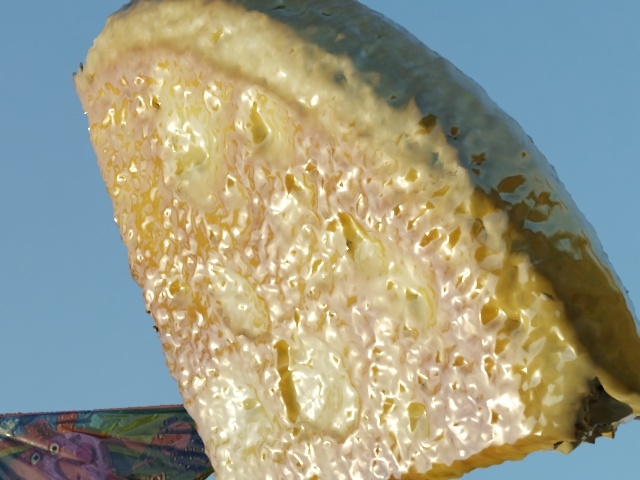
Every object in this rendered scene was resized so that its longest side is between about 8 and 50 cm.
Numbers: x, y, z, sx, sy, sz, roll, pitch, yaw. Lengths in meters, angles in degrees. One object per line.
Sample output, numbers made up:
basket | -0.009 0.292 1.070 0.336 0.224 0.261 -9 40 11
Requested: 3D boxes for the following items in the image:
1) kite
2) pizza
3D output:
kite | -0.173 0.182 1.260 0.321 0.234 0.016 -45 -33 -4
pizza | 0.013 -0.019 0.833 0.087 0.258 0.268 -19 -3 -36
